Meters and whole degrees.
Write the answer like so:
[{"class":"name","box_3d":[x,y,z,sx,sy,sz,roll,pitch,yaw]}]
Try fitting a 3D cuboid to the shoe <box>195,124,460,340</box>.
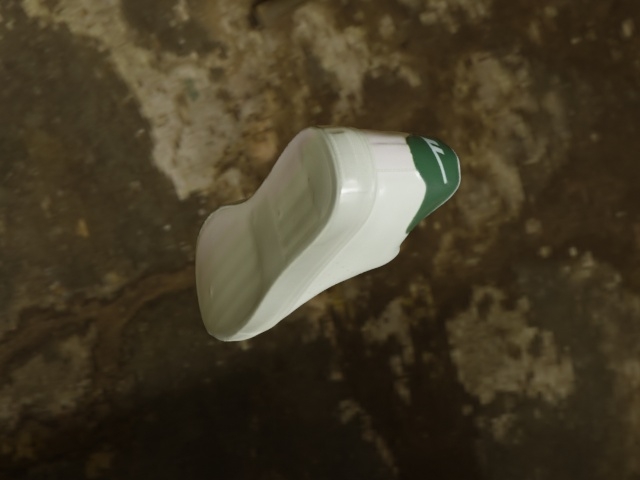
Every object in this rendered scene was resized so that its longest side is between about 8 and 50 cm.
[{"class":"shoe","box_3d":[0.000,0.000,1.029,0.110,0.265,0.095,-6,73,-26]}]
